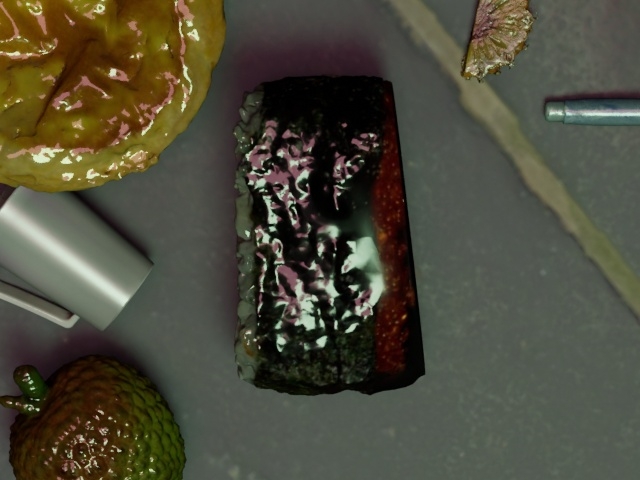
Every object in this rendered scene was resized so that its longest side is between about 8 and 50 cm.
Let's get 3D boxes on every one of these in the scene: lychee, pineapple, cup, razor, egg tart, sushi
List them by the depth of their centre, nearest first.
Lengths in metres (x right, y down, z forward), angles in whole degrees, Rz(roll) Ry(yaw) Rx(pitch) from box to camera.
[{"bbox_3d":[0.000,0.000,1.267,0.126,0.136,0.225,-5,103,4],"label":"sushi"},{"bbox_3d":[-0.182,-0.151,1.268,0.241,0.106,0.241,0,94,-2],"label":"egg tart"},{"bbox_3d":[-0.160,0.136,1.293,0.146,0.114,0.114,34,95,-23],"label":"lychee"},{"bbox_3d":[0.225,-0.090,1.304,0.135,0.040,0.068,0,95,6],"label":"razor"},{"bbox_3d":[0.127,-0.149,1.306,0.045,0.019,0.083,16,93,2],"label":"pineapple"},{"bbox_3d":[-0.188,0.015,1.307,0.116,0.074,0.104,38,119,-8],"label":"cup"}]
